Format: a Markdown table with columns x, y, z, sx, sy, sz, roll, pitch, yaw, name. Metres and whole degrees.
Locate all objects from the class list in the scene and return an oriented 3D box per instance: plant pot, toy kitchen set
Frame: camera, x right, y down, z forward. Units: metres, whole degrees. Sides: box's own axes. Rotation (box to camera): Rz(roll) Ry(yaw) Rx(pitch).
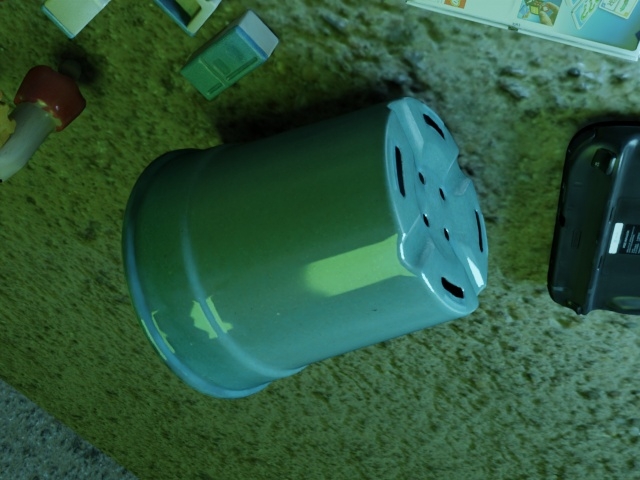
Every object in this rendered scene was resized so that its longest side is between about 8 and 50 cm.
| x | y | z | sx | sy | sz | roll | pitch | yaw | name |
| --- | --- | --- | --- | --- | --- | --- | --- | --- | --- |
| 0.000 | 0.000 | 0.864 | 0.334 | 0.341 | 0.341 | -17 | 128 | 32 | plant pot |
| -0.183 | -0.226 | 0.792 | 0.122 | 0.166 | 0.207 | -22 | 124 | 44 | toy kitchen set |

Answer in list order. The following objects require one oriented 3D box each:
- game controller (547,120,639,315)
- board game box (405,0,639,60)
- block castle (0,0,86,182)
| x | y | z | sx | sy | sz | roll | pitch | yaw | name |
| --- | --- | --- | --- | --- | --- | --- | --- | --- | --- |
| 0.372 | -0.013 | 0.859 | 0.166 | 0.067 | 0.319 | -2 | 139 | 9 | game controller |
| 0.191 | -0.303 | 0.508 | 0.193 | 0.053 | 0.305 | 18 | 122 | 8 | board game box |
| -0.542 | -0.288 | 0.881 | 0.453 | 0.213 | 0.303 | 18 | 147 | 11 | block castle |
